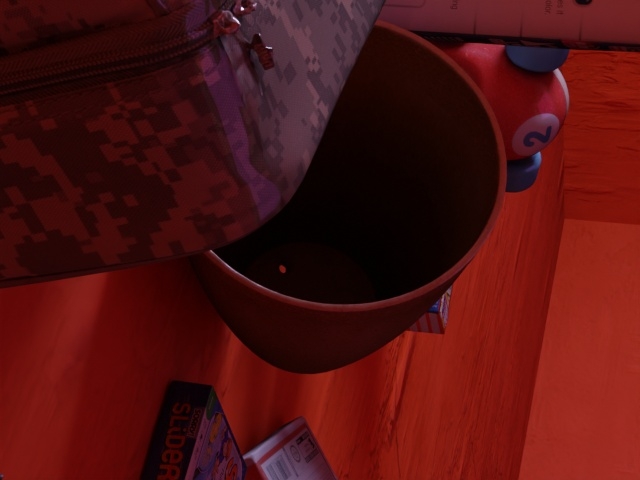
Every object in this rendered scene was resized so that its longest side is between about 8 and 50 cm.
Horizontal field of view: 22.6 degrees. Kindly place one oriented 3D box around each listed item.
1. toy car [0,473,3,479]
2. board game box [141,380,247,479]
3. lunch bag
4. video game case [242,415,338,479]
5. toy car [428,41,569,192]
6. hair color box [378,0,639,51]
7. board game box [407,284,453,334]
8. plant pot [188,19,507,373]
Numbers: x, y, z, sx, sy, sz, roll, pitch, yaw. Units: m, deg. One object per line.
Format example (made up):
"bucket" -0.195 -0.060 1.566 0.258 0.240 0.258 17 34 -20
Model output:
"toy car" -0.194 0.070 0.457 0.155 0.188 0.149 -30 123 -73
"board game box" -0.106 0.224 1.182 0.136 0.035 0.201 75 25 -54
"lunch bag" -0.112 -0.155 0.706 0.305 0.212 0.256 -65 139 -56
"video game case" 0.022 0.300 1.417 0.285 0.025 0.204 61 12 3
"toy car" 0.146 -0.127 1.778 0.238 0.210 0.219 -53 159 -43
"hair color box" 0.111 -0.240 1.238 0.105 0.347 0.174 -11 106 -76
"board game box" 0.062 -0.010 1.542 0.045 0.147 0.193 72 28 -58
"plant pot" 0.000 0.000 1.201 0.254 0.237 0.237 100 3 -61
